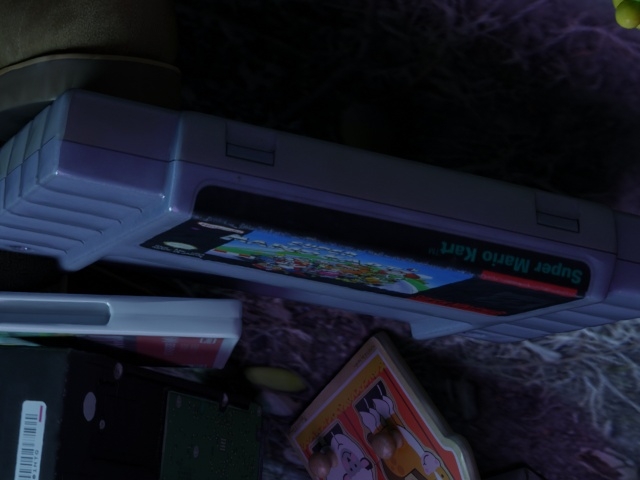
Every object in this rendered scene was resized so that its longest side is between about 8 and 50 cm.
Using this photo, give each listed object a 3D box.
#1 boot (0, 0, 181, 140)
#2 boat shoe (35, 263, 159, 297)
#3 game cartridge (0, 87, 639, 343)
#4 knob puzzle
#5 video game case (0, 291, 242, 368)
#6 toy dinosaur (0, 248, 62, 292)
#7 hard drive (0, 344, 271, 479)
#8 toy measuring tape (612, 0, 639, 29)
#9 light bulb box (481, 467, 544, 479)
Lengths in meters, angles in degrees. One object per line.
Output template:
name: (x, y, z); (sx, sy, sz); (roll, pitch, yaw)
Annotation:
boot: (-0.176, -0.116, 1.038); (0.112, 0.115, 0.305); (5, 175, -41)
boat shoe: (-0.182, 0.030, 1.258); (0.170, 0.063, 0.059); (19, 143, -23)
game cartridge: (0.000, 0.000, 1.020); (0.355, 0.068, 0.230); (11, 172, -20)
knob puzzle: (0.052, 0.184, 1.300); (0.213, 0.030, 0.213); (30, 132, 41)
video game case: (-0.195, 0.055, 1.141); (0.285, 0.025, 0.204); (2, 171, -5)
toy dinosaur: (-0.219, -0.002, 1.129); (0.313, 0.121, 0.160); (15, -175, -11)
hard drive: (-0.125, 0.204, 1.213); (0.064, 0.237, 0.339); (1, 171, 20)
toy measuring tape: (0.172, -0.194, 0.775); (0.121, 0.121, 0.330); (13, 144, 2)
light bulb box: (0.060, 0.409, 1.426); (0.361, 0.358, 0.225); (-24, 127, 40)
